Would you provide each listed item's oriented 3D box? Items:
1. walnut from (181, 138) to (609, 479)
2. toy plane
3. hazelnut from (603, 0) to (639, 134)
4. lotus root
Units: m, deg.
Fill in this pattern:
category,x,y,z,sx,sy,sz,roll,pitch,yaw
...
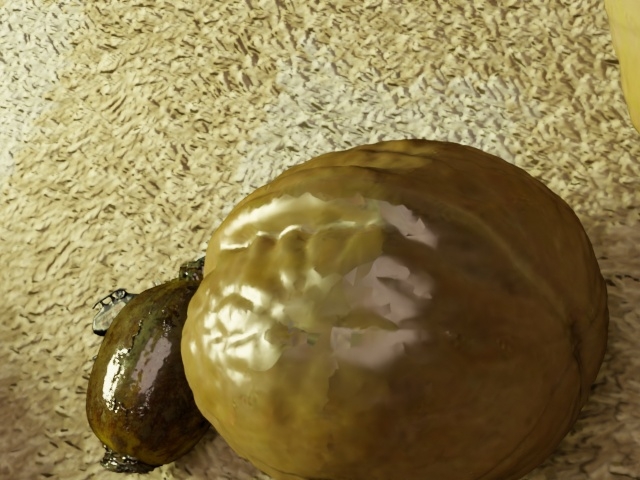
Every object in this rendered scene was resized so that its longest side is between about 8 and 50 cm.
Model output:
category,x,y,z,sx,sy,sz,roll,pitch,yaw
walnut,0.051,0.064,1.201,0.333,0.333,0.332,-8,68,21
toy plane,-0.170,0.065,1.439,0.121,0.031,0.049,-33,66,12
hazelnut,0.330,-0.157,1.184,0.261,0.241,0.261,3,98,18
lotus root,-0.135,0.108,1.361,0.120,0.120,0.209,18,80,28
